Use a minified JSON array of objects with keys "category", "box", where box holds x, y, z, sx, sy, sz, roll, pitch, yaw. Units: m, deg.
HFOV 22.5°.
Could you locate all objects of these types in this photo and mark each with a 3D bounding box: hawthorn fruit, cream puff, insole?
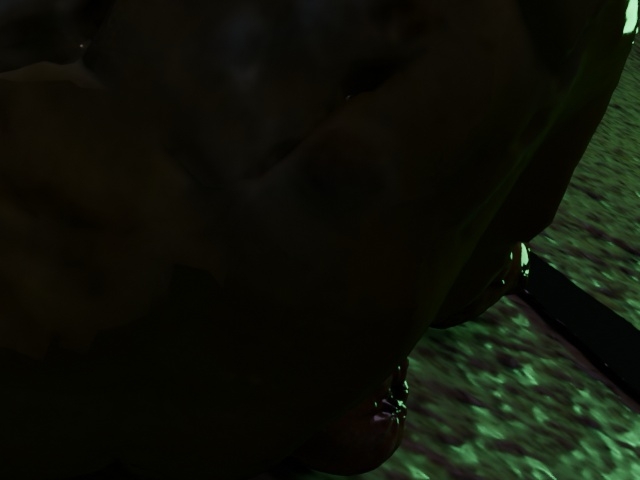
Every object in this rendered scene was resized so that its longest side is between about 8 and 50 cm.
[{"category":"hawthorn fruit","box":[-0.015,0.053,0.614,0.103,0.066,0.067,7,8,26]},{"category":"cream puff","box":[-0.052,-0.088,0.508,0.291,0.324,0.257,1,-5,7]},{"category":"insole","box":[0.159,0.049,0.941,0.322,0.007,0.109,39,19,33]}]

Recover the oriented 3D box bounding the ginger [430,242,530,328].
[{"category":"ginger","box":[0.058,-0.002,0.824,0.103,0.073,0.162,42,0,7]}]
